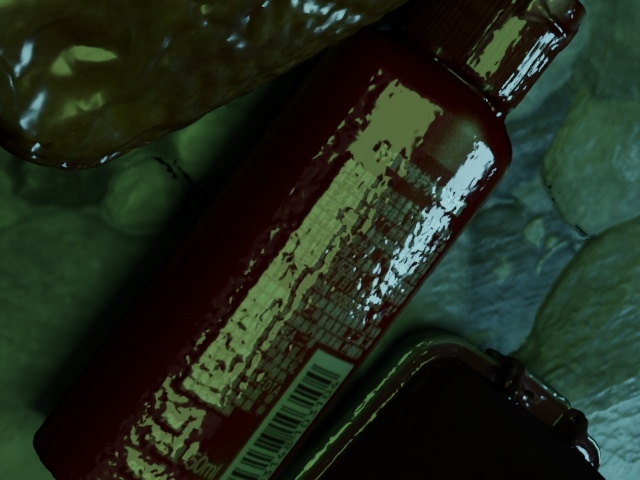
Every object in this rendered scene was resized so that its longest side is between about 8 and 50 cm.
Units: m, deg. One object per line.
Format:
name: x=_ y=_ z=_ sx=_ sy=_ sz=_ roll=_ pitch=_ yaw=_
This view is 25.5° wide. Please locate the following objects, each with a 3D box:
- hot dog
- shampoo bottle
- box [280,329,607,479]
hot dog: x=-0.028 y=-0.144 z=0.536 sx=0.272 sy=0.122 sz=0.196 roll=-33 pitch=130 yaw=-1
shampoo bottle: x=-0.001 y=0.000 z=0.656 sx=0.118 sy=0.076 sz=0.314 roll=33 pitch=96 yaw=-35
box: x=0.060 y=0.219 z=0.752 sx=0.294 sy=0.167 sz=0.193 roll=-50 pitch=129 yaw=3
